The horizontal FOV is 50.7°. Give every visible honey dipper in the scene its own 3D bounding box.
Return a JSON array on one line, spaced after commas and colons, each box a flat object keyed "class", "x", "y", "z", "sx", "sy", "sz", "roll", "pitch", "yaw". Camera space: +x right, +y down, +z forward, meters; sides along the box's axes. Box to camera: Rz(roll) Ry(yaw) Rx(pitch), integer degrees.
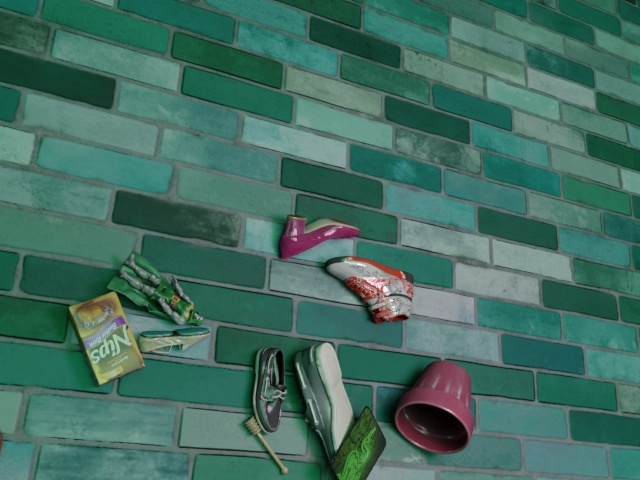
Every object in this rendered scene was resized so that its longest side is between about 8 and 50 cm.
[{"class": "honey dipper", "x": -0.127, "y": 0.492, "z": 1.610, "sx": 0.030, "sy": 0.030, "sz": 0.161, "roll": -35, "pitch": 93, "yaw": -31}]

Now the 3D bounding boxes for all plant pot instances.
[{"class": "plant pot", "x": 0.311, "y": 0.422, "z": 1.765, "sx": 0.201, "sy": 0.201, "sz": 0.180, "roll": 40, "pitch": 45, "yaw": -9}]

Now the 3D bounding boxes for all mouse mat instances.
[{"class": "mouse mat", "x": 0.098, "y": 0.525, "z": 1.670, "sx": 0.190, "sy": 0.007, "sz": 0.153, "roll": -50, "pitch": 127, "yaw": -36}]

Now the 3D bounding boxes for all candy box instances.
[{"class": "candy box", "x": -0.481, "y": 0.220, "z": 1.516, "sx": 0.109, "sy": 0.053, "sz": 0.187, "roll": -21, "pitch": 84, "yaw": -31}]

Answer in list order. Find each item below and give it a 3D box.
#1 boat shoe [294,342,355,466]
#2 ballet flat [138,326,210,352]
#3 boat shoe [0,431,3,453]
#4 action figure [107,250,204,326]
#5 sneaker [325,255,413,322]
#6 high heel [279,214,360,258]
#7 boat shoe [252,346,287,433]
[{"class": "boat shoe", "x": 0.009, "y": 0.416, "z": 1.679, "sx": 0.116, "sy": 0.099, "sz": 0.320, "roll": -13, "pitch": 90, "yaw": -65}, {"class": "ballet flat", "x": -0.343, "y": 0.236, "z": 1.587, "sx": 0.168, "sy": 0.057, "sz": 0.052, "roll": 0, "pitch": 101, "yaw": -22}, {"class": "boat shoe", "x": -0.728, "y": 0.484, "z": 1.266, "sx": 0.123, "sy": 0.116, "sz": 0.324, "roll": 40, "pitch": 60, "yaw": -9}, {"class": "action figure", "x": -0.370, "y": 0.128, "z": 1.593, "sx": 0.232, "sy": 0.063, "sz": 0.137, "roll": 39, "pitch": 41, "yaw": -15}, {"class": "sneaker", "x": 0.135, "y": 0.138, "z": 1.823, "sx": 0.270, "sy": 0.090, "sz": 0.145, "roll": 16, "pitch": 64, "yaw": -24}, {"class": "high heel", "x": 0.000, "y": 0.000, "z": 1.829, "sx": 0.244, "sy": 0.082, "sz": 0.117, "roll": 5, "pitch": 103, "yaw": -39}, {"class": "boat shoe", "x": -0.116, "y": 0.359, "z": 1.628, "sx": 0.075, "sy": 0.065, "sz": 0.206, "roll": 19, "pitch": 61, "yaw": -48}]
